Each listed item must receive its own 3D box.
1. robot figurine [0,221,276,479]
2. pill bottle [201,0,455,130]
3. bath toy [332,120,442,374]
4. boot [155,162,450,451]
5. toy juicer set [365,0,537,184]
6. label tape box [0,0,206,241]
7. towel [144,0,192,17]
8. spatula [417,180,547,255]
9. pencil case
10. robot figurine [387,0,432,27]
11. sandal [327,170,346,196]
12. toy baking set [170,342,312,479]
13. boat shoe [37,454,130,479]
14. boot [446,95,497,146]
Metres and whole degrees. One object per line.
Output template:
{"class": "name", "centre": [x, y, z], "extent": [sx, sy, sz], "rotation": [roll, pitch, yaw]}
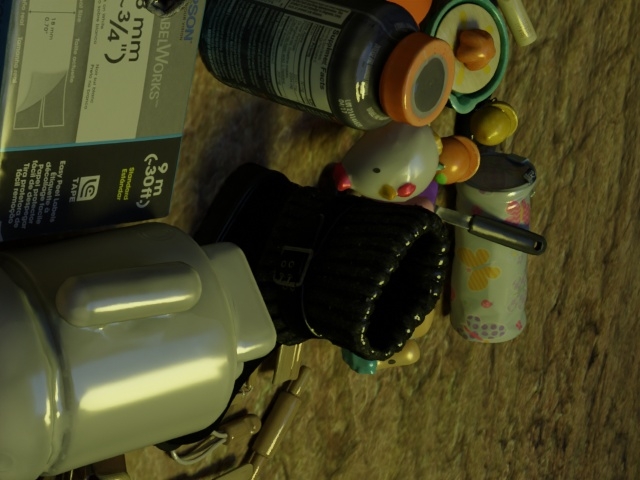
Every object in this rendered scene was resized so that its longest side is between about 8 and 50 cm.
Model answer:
{"class": "robot figurine", "centre": [-0.216, 0.098, 1.210], "extent": [0.353, 0.199, 0.300], "rotation": [-12, 158, -36]}
{"class": "pill bottle", "centre": [0.011, -0.186, 1.359], "extent": [0.130, 0.246, 0.130], "rotation": [-33, 134, -42]}
{"class": "bath toy", "centre": [0.076, 0.007, 1.627], "extent": [0.129, 0.151, 0.348], "rotation": [-27, 140, -24]}
{"class": "boot", "centre": [-0.036, 0.095, 1.440], "extent": [0.131, 0.260, 0.348], "rotation": [26, 86, -57]}
{"class": "toy juicer set", "centre": [0.203, -0.219, 1.710], "extent": [0.209, 0.089, 0.329], "rotation": [38, 74, -35]}
{"class": "label tape box", "centre": [-0.190, -0.143, 1.227], "extent": [0.334, 0.106, 0.240], "rotation": [-11, 118, -52]}
{"class": "towel", "centre": [-0.057, -0.315, 1.087], "extent": [0.284, 0.235, 0.121], "rotation": [-36, 119, 19]}
{"class": "spatula", "centre": [0.183, -0.028, 1.784], "extent": [0.296, 0.030, 0.084], "rotation": [16, 94, -32]}
{"class": "pencil case", "centre": [0.243, 0.011, 1.930], "extent": [0.124, 0.114, 0.273], "rotation": [-44, 142, -50]}
{"class": "robot figurine", "centre": [0.049, -0.297, 1.453], "extent": [0.158, 0.128, 0.219], "rotation": [-56, 148, -24]}
{"class": "sandal", "centre": [0.000, 0.000, 1.645], "extent": [0.067, 0.040, 0.179], "rotation": [31, 67, -77]}
{"class": "toy baking set", "centre": [-0.100, 0.215, 1.637], "extent": [0.197, 0.030, 0.256], "rotation": [34, 79, -54]}
{"class": "boat shoe", "centre": [-0.227, 0.220, 1.392], "extent": [0.095, 0.095, 0.257], "rotation": [1, 108, -55]}
{"class": "boot", "centre": [0.198, -0.169, 1.826], "extent": [0.121, 0.045, 0.099], "rotation": [-32, 135, -45]}
